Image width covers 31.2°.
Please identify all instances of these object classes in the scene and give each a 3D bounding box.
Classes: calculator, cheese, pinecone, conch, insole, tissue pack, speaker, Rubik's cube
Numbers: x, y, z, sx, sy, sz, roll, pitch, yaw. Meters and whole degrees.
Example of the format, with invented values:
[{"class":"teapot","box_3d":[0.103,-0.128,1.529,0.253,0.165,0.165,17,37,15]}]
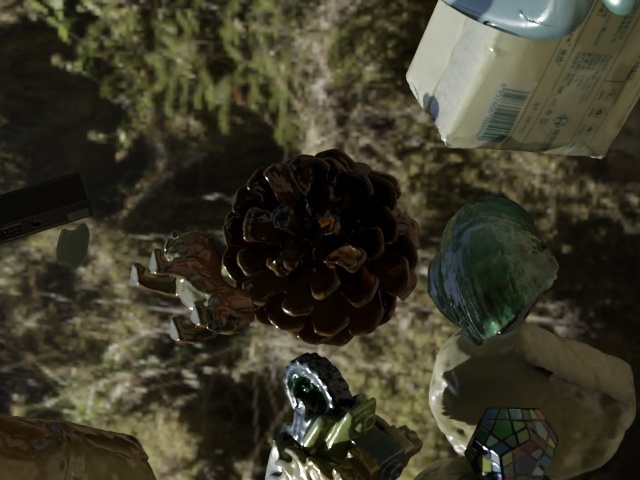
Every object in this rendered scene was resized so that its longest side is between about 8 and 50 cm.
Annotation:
[{"class":"calculator","box_3d":[0.170,-0.281,1.037,0.041,0.299,0.186,-20,-52,-33]},{"class":"cheese","box_3d":[0.329,0.249,1.789,0.318,0.326,0.115,53,-144,-31]},{"class":"pinecone","box_3d":[0.000,0.000,1.973,0.384,0.384,0.385,5,-90,-66]},{"class":"conch","box_3d":[0.176,0.036,1.211,0.188,0.121,0.176,96,-171,-68]},{"class":"insole","box_3d":[-0.267,0.005,1.241,0.153,0.002,0.053,94,-176,-88]},{"class":"tissue pack","box_3d":[0.327,-0.309,1.562,0.207,0.297,0.380,-110,33,-42]},{"class":"speaker","box_3d":[-0.365,-0.026,1.337,0.040,0.191,0.046,99,150,-61]},{"class":"Rubik's cube","box_3d":[0.269,0.291,1.619,0.112,0.133,0.133,-116,21,-68]}]

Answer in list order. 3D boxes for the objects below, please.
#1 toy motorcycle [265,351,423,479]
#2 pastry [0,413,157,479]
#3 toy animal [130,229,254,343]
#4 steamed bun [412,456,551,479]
[{"class":"toy motorcycle","box_3d":[0.020,0.356,1.679,0.168,0.237,0.410,-28,-41,-34]},{"class":"pastry","box_3d":[-0.394,0.355,1.430,0.409,0.409,0.245,43,-137,-60]},{"class":"toy animal","box_3d":[-0.178,0.069,1.738,0.157,0.312,0.097,-8,-56,-34]},{"class":"steamed bun","box_3d":[0.295,0.476,1.709,0.339,0.247,0.352,58,-175,-6]}]
